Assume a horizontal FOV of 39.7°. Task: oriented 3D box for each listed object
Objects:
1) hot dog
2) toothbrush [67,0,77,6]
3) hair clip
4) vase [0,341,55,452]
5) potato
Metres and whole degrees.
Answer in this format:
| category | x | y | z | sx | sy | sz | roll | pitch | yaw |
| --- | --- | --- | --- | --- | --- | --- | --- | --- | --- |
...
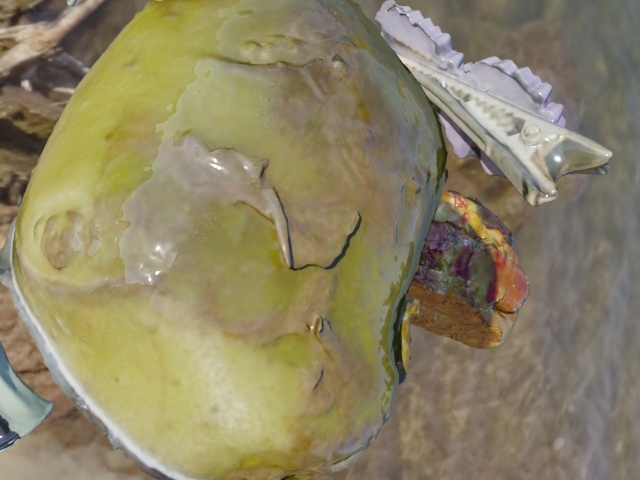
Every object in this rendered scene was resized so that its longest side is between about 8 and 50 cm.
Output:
| category | x | y | z | sx | sy | sz | roll | pitch | yaw |
| --- | --- | --- | --- | --- | --- | --- | --- | --- | --- |
| hot dog | 0.154 | 0.029 | 1.108 | 0.256 | 0.153 | 0.150 | 22 | 52 | -10 |
| toothbrush | -0.266 | -0.354 | 1.029 | 0.030 | 0.304 | 0.030 | 8 | 72 | -24 |
| hair clip | 0.112 | -0.117 | 0.739 | 0.084 | 0.292 | 0.106 | -34 | 144 | -20 |
| vase | -0.411 | 0.051 | 0.872 | 0.165 | 0.165 | 0.360 | -36 | 101 | -30 |
| potato | -0.035 | -0.031 | 0.504 | 0.246 | 0.300 | 0.196 | 17 | 131 | -21 |
